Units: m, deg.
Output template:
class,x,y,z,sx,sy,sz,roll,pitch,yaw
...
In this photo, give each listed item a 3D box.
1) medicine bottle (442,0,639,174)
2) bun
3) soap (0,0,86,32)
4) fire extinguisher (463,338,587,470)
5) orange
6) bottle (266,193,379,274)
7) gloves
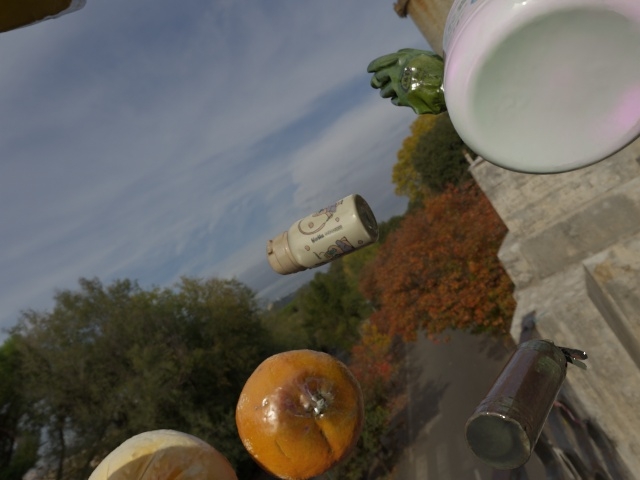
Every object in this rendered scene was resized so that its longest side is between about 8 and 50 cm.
class,x,y,z,sx,sy,sz,roll,pitch,yaw
medicine bottle,0.279,-0.254,0.657,0.241,0.241,0.301,-36,26,36
bun,-0.255,0.441,0.770,0.299,0.298,0.165,-34,-20,9
soap,-0.636,-0.491,1.013,0.294,0.156,0.335,-23,29,-9
fire extinguisher,0.268,0.185,0.645,0.089,0.072,0.268,16,22,32
orange,-0.031,0.296,0.888,0.224,0.224,0.170,-30,-11,-26
bottle,0.000,0.000,0.964,0.209,0.097,0.110,-25,-38,24
gloves,0.201,-0.308,1.008,0.135,0.268,0.107,-62,-34,-8
